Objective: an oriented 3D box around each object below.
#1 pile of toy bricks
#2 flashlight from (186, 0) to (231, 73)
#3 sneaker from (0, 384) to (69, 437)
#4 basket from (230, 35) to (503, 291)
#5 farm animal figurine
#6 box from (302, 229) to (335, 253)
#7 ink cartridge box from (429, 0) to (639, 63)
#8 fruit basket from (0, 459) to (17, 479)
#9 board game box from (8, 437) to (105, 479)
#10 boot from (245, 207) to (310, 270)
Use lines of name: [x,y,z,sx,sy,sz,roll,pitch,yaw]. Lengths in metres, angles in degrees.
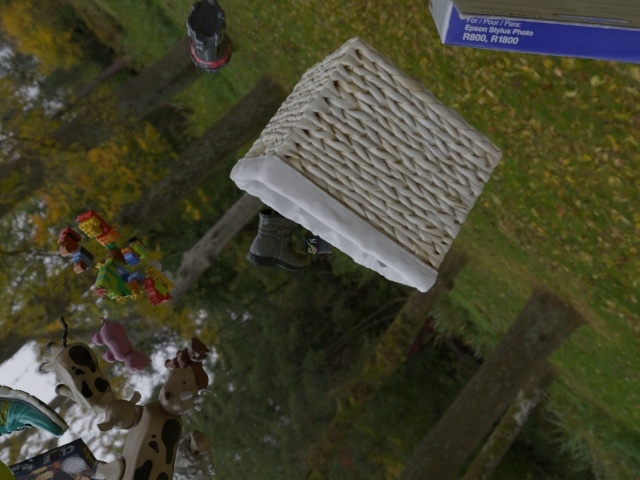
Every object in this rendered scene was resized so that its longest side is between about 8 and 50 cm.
pile of toy bricks: [-0.357,0.056,1.060,0.212,0.118,0.105,52,-157,-39]
flashlight: [-0.246,-0.455,1.377,0.103,0.103,0.304,60,173,-5]
sneaker: [-0.677,0.378,1.334,0.275,0.110,0.107,16,151,3]
basket: [0.060,-0.125,1.053,0.331,0.266,0.328,32,177,-16]
farm animal figurine: [-0.297,0.295,1.056,0.172,0.327,0.330,-6,170,40]
box: [0.000,0.000,1.821,0.083,0.052,0.062,-4,118,27]
ink cartridge box: [0.321,-0.295,0.834,0.330,0.324,0.072,-81,-4,-57]
fruit basket: [-0.440,0.403,0.771,0.282,0.392,0.392,24,-172,-28]
board game box: [-0.558,0.506,1.238,0.042,0.243,0.165,-118,7,-57]
boot: [-0.093,-0.004,1.749,0.083,0.161,0.246,30,-166,37]
